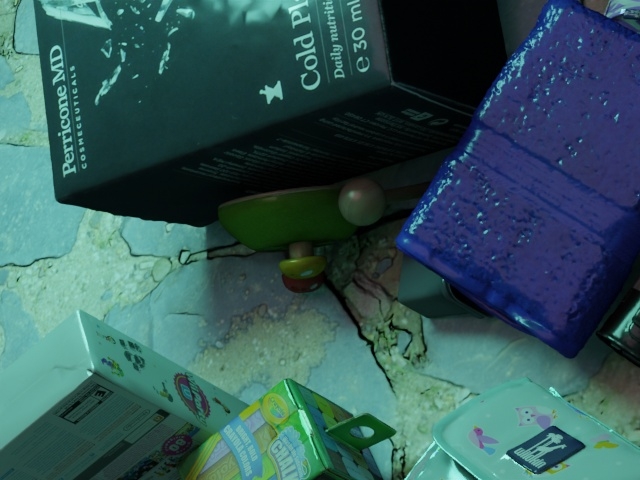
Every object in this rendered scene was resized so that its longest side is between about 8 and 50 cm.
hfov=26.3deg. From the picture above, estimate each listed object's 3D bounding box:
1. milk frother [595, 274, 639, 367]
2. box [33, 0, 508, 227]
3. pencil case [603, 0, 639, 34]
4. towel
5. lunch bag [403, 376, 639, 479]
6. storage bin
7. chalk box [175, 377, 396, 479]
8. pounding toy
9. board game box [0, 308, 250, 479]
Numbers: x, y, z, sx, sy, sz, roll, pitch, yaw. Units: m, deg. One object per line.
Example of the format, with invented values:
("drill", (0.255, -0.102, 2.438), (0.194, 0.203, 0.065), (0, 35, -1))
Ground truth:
("milk frother", (0.357, 0.075, 1.279), (0.143, 0.129, 0.135), (35, 89, 2))
("box", (-0.072, -0.310, 1.609), (0.471, 0.297, 0.480), (-17, 76, 33))
("pencil case", (0.358, -0.292, 1.481), (0.088, 0.086, 0.206), (4, 58, 29))
("towel", (0.241, -0.064, 1.349), (0.227, 0.076, 0.308), (35, 96, 27))
("lunch bag", (0.182, 0.268, 1.245), (0.262, 0.160, 0.223), (-54, 38, -4))
("storage bin", (0.134, 0.020, 1.487), (0.091, 0.098, 0.135), (-18, 54, 43))
("chalk box", (-0.021, 0.243, 1.444), (0.213, 0.132, 0.132), (-39, 47, 12))
("pounding toy", (0.000, 0.000, 1.571), (0.236, 0.183, 0.110), (-9, 85, 31))
("board game box", (-0.232, 0.228, 1.499), (0.224, 0.303, 0.097), (-38, 47, 14))
